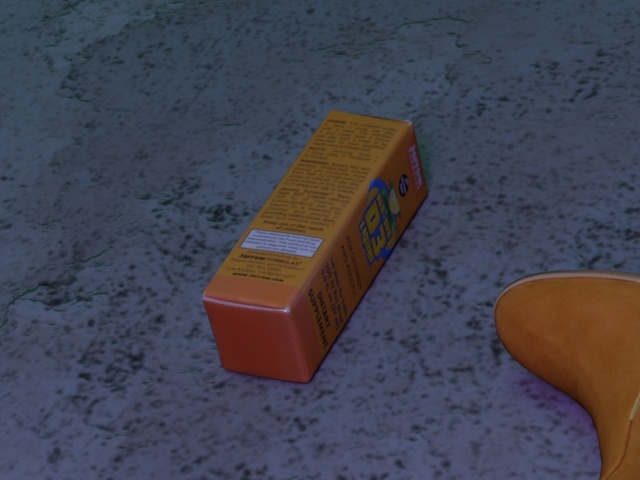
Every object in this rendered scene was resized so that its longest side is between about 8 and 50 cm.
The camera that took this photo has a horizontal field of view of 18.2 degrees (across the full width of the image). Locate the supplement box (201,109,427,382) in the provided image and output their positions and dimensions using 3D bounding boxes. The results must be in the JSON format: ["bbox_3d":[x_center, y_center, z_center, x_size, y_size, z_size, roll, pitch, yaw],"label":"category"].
[{"bbox_3d":[0.000,0.000,1.503,0.080,0.078,0.233,6,42,25],"label":"supplement box"}]

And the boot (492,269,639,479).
[{"bbox_3d":[0.198,0.133,1.243,0.295,0.104,0.211,16,46,29],"label":"boot"}]
